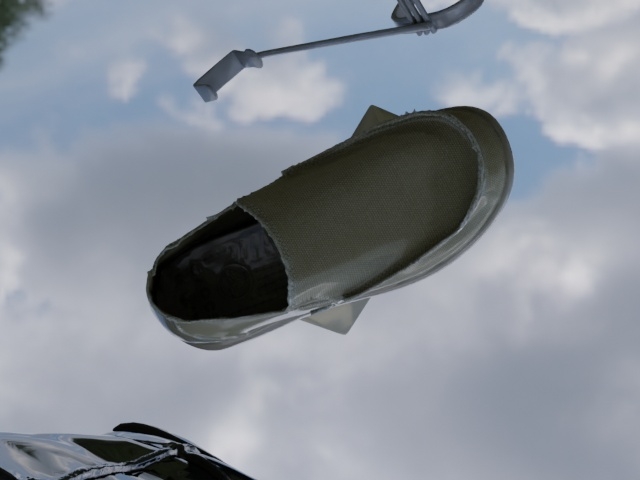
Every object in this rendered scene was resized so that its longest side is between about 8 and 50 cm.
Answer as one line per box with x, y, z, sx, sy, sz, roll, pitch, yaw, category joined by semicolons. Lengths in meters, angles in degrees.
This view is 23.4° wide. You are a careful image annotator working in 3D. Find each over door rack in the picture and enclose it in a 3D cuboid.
-0.036;-0.263;1.276;0.324;0.239;0.108;-10;-148;46;over door rack

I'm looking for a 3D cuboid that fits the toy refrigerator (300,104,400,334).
0.046;-0.025;1.901;0.102;0.269;0.094;20;-153;-23;toy refrigerator

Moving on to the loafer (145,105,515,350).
0.000;0.000;0.988;0.268;0.102;0.092;-30;172;18;loafer

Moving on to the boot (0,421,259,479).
-0.087;0.242;1.133;0.367;0.146;0.445;19;175;12;boot
